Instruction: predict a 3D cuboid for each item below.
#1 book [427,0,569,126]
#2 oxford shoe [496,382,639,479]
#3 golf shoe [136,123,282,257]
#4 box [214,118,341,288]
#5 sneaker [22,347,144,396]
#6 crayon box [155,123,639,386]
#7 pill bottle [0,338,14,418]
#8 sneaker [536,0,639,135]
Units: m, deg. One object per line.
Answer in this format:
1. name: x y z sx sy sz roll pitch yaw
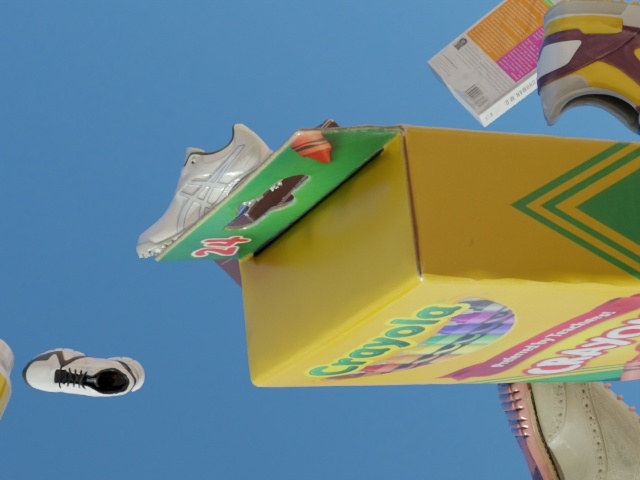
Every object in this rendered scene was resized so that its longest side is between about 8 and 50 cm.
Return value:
1. book: 0.186 -0.182 1.488 0.096 0.144 0.035 52 178 41
2. oxford shoe: 0.273 0.188 1.666 0.140 0.146 0.397 8 -111 -89
3. golf shoe: -0.127 -0.051 1.614 0.086 0.176 0.069 56 -179 2
4. box: 0.000 0.000 1.830 0.203 0.168 0.167 45 -116 -9
5. sneaker: -0.214 0.119 1.391 0.044 0.109 0.040 -62 -28 -84
6. crayon box: 0.094 0.017 0.829 0.318 0.202 0.081 2 -109 -25
7. pill bottle: -0.280 0.126 1.220 0.065 0.065 0.116 35 -146 -16
8. sneaker: 0.227 -0.100 0.962 0.069 0.185 0.084 50 -135 -71
